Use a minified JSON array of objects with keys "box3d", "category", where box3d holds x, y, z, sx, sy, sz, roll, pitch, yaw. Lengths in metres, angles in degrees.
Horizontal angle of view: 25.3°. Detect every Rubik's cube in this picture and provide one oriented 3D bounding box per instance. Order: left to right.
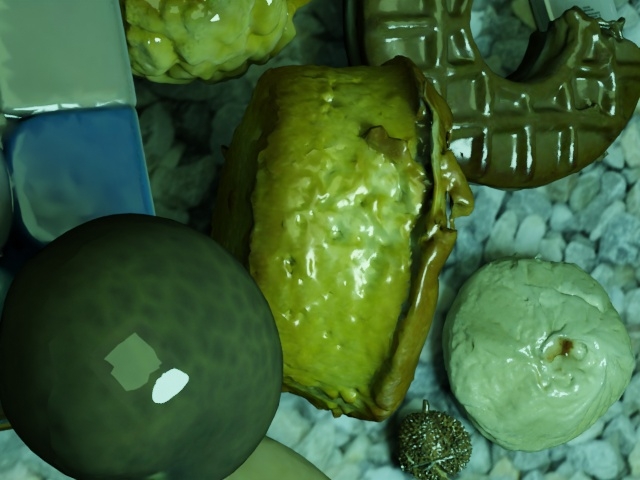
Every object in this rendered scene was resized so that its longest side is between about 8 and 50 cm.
[{"box3d":[-0.347,-0.002,1.180,0.346,0.344,0.347,-9,84,-27],"category":"Rubik's cube"}]

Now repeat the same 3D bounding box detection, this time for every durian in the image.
[{"box3d":[0.118,0.210,1.485,0.080,0.080,0.091,-7,94,-25],"category":"durian"}]

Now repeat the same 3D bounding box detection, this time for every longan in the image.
[{"box3d":[-0.126,0.079,0.974,0.212,0.198,0.198,-10,83,-45],"category":"longan"}]

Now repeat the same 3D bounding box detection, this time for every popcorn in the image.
[{"box3d":[-0.155,-0.277,1.304,0.332,0.225,0.265,1,96,-13],"category":"popcorn"}]

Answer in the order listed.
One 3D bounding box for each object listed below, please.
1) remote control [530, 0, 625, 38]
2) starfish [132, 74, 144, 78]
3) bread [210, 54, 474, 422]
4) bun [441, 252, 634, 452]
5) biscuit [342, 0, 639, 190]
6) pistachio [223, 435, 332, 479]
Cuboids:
[{"box3d":[0.296,-0.296,1.695,0.103,0.034,0.250,-15,85,-26],"category":"remote control"},{"box3d":[-0.225,-0.242,1.420,0.247,0.050,0.138,16,106,-25],"category":"starfish"},{"box3d":[0.001,-0.001,1.327,0.204,0.358,0.337,4,80,-14],"category":"bread"},{"box3d":[0.236,0.117,1.525,0.220,0.134,0.221,3,81,-21],"category":"bun"},{"box3d":[0.175,-0.194,1.513,0.366,0.115,0.268,35,79,-19],"category":"biscuit"},{"box3d":[-0.042,0.298,1.345,0.293,0.162,0.181,52,28,-8],"category":"pistachio"}]
